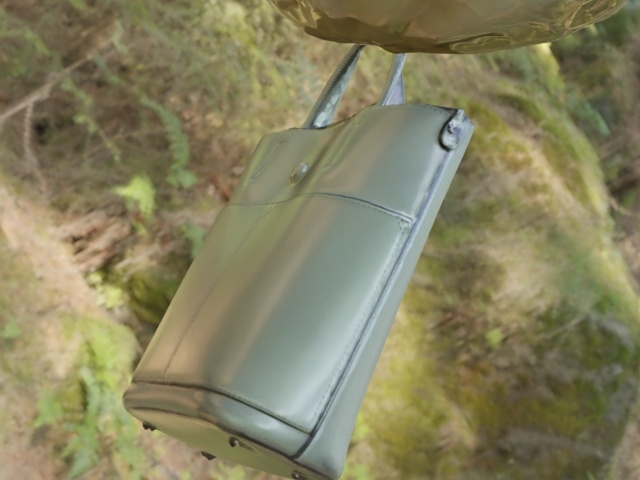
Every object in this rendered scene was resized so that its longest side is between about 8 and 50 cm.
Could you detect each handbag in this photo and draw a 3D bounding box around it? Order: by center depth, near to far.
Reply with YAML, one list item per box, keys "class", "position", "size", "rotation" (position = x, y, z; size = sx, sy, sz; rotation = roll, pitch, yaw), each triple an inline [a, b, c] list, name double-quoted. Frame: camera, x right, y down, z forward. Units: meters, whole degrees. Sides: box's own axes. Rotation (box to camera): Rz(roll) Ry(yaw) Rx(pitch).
- class: "handbag"
  position: [0.000, 0.000, 0.789]
  size: [0.109, 0.315, 0.241]
  rotation: [35, -20, -26]

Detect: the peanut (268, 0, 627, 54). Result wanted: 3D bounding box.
- class: "peanut"
  position: [0.105, -0.173, 0.489]
  size: [0.152, 0.313, 0.152]
  rotation: [36, 38, -34]
